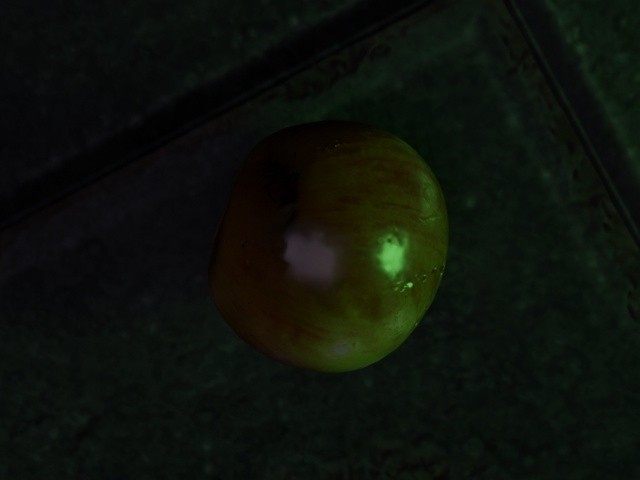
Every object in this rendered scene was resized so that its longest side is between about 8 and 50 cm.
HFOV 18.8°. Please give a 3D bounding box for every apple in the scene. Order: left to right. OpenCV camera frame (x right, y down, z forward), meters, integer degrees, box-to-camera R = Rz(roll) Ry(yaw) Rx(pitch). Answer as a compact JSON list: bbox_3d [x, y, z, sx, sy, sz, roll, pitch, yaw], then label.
[{"bbox_3d":[0.000,0.000,1.087,0.146,0.146,0.146,3,109,8],"label":"apple"}]
